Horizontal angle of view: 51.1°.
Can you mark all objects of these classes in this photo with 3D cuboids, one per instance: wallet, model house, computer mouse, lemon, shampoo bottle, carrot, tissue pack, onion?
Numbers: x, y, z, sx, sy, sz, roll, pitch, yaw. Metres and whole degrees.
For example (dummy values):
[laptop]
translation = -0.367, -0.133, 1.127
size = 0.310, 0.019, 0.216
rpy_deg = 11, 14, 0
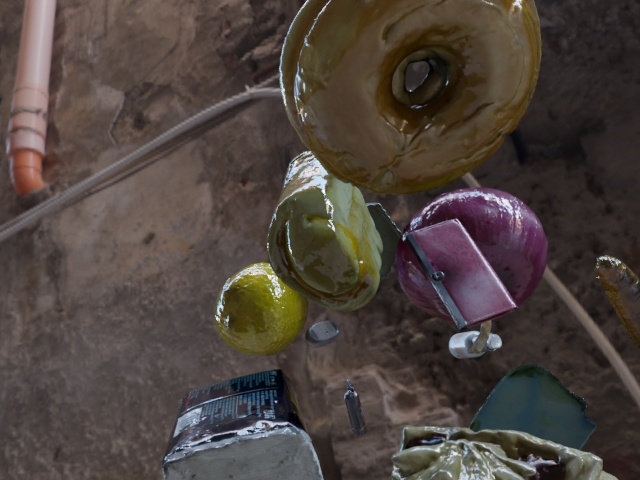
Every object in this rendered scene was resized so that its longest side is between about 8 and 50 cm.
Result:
[wallet]
translation = 0.262, 0.058, 1.264
size = 0.119, 0.232, 0.025
rpy_deg = -17, -38, -12
[model house]
translation = 0.515, 0.459, 1.619
size = 0.261, 0.226, 0.241
rpy_deg = -52, -29, -2
[computer mouse]
translation = 0.004, 0.250, 1.771
size = 0.096, 0.066, 0.039
rpy_deg = -19, -39, -29
[lemon]
translation = -0.155, 0.187, 1.842
size = 0.253, 0.253, 0.310
rpy_deg = -29, 0, 26
[shampoo bottle]
translation = 0.436, 0.288, 1.873
size = 0.074, 0.074, 0.192
rpy_deg = 6, -16, -22
[carrot]
translation = 0.475, 0.123, 0.962
size = 0.066, 0.066, 0.314
rpy_deg = -29, -60, 26
[tissue pack]
translation = -0.146, 0.422, 1.282
size = 0.264, 0.253, 0.416
rpy_deg = -13, 6, -7
[onion]
translation = 0.371, 0.053, 1.581
size = 0.358, 0.345, 0.358
rpy_deg = -16, -54, -24

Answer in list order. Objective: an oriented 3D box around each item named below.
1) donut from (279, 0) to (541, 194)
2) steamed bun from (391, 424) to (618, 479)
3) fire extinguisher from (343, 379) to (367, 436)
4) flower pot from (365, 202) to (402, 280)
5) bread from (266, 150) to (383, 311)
[donut]
translation = 0.155, -0.278, 1.096
size = 0.448, 0.198, 0.449
rpy_deg = -6, -62, -11
[steamed bun]
translation = 0.283, 0.430, 1.211
size = 0.428, 0.247, 0.189
rpy_deg = -2, -56, 38
[fire extinguisher]
translation = 0.095, 0.471, 1.871
size = 0.043, 0.064, 0.158
rpy_deg = -14, -70, -1
[flower pot]
translation = 0.107, 0.005, 1.854
size = 0.209, 0.239, 0.189
rpy_deg = 24, 1, -3
[bread]
translation = 0.000, 0.000, 1.480
size = 0.210, 0.341, 0.300
rpy_deg = -23, -59, 18
